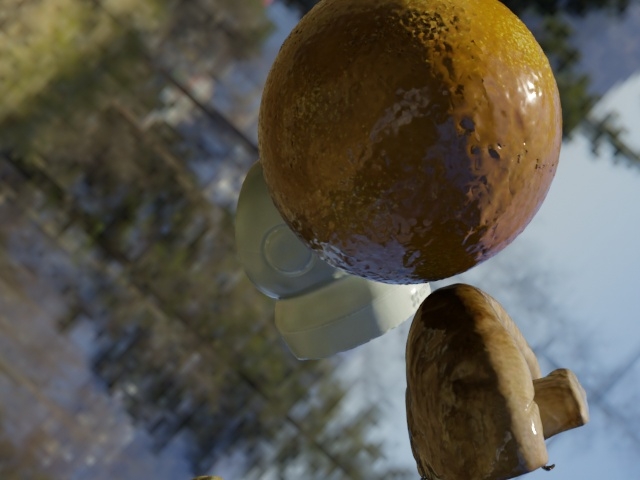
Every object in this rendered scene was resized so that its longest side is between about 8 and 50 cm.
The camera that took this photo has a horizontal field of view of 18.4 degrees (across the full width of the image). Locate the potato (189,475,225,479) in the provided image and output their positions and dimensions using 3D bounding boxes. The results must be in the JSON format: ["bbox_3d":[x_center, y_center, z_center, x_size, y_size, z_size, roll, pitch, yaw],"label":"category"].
[{"bbox_3d":[-0.109,0.464,2.585,0.203,0.351,0.218,-13,-155,9],"label":"potato"}]

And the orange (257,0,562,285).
[{"bbox_3d":[0.076,-0.098,1.697,0.274,0.274,0.274,-47,176,-4],"label":"orange"}]

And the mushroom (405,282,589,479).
[{"bbox_3d":[0.135,0.111,1.675,0.156,0.151,0.285,-19,-174,7],"label":"mushroom"}]

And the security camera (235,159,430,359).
[{"bbox_3d":[0.000,0.000,2.304,0.195,0.236,0.194,-26,-166,7],"label":"security camera"}]
